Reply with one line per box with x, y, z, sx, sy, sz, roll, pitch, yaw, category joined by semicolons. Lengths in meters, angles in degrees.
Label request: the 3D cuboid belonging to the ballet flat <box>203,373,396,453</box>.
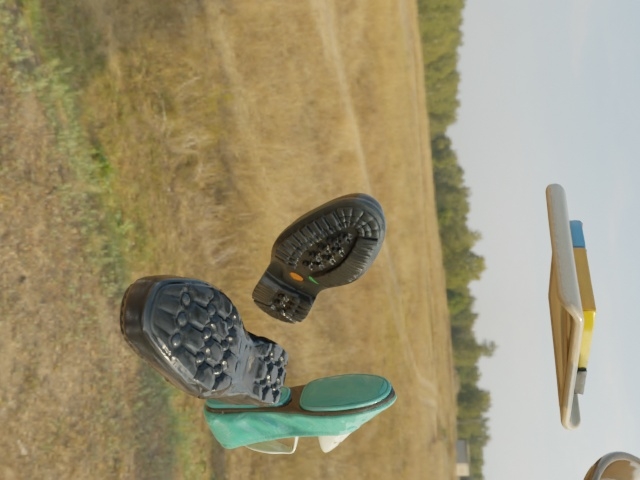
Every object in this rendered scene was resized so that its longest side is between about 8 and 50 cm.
-0.022;0.218;0.839;0.083;0.247;0.087;-63;143;-65;ballet flat

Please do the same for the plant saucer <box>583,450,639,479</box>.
0.325;0.354;0.673;0.278;0.041;0.278;26;48;-34;plant saucer

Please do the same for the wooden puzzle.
0.313;0.082;0.852;0.221;0.044;0.239;-75;156;-46;wooden puzzle

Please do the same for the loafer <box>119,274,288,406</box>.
-0.092;0.082;0.509;0.223;0.078;0.076;55;42;-63;loafer

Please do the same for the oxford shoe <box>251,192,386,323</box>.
0.000;0.000;0.670;0.227;0.083;0.096;-40;-162;56;oxford shoe
